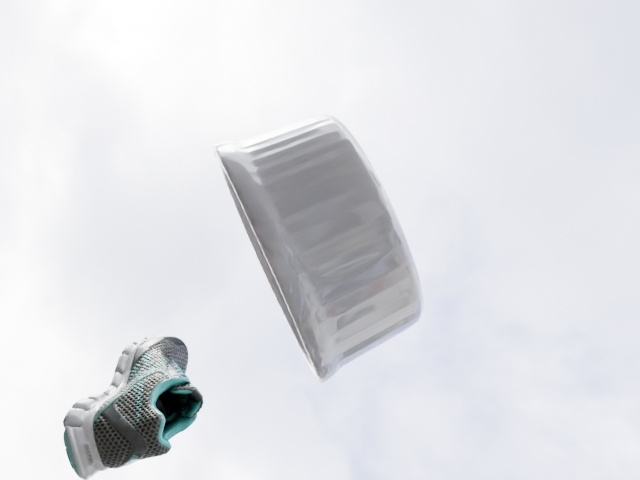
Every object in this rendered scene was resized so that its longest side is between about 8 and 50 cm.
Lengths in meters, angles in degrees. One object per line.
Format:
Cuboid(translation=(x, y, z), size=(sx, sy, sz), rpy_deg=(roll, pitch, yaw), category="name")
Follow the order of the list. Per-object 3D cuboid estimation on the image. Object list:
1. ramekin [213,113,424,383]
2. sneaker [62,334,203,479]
Cuboid(translation=(0.000, 0.000, 0.951), size=(0.135, 0.277, 0.277), rpy_deg=(-24, -122, -6), category="ramekin")
Cuboid(translation=(-0.116, 0.115, 0.638), size=(0.076, 0.166, 0.065), rpy_deg=(-10, -72, 14), category="sneaker")
